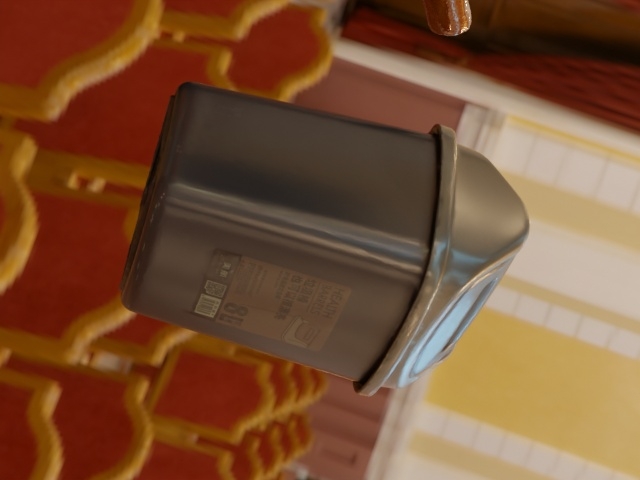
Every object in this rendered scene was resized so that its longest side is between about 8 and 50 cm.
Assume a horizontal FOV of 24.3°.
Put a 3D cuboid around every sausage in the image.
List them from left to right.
[{"bbox_3d":[0.097,-0.228,1.232,0.131,0.039,0.041,69,20,-44],"label":"sausage"}]

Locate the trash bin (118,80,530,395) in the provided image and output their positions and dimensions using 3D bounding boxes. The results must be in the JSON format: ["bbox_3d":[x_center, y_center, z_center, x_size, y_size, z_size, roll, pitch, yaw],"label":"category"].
[{"bbox_3d":[0.000,0.000,1.183,0.209,0.290,0.182,117,-14,-51],"label":"trash bin"}]
